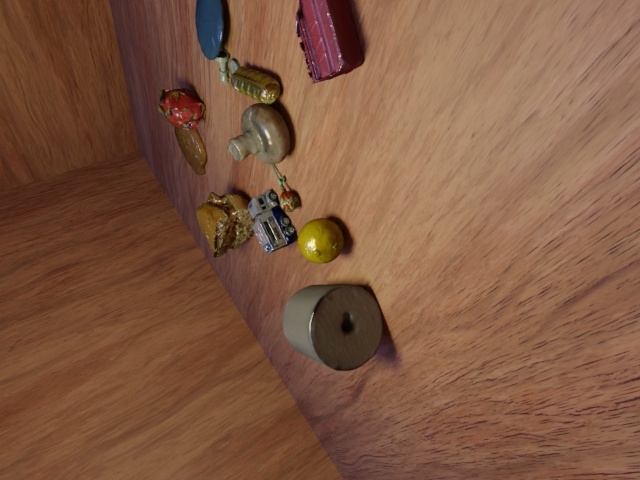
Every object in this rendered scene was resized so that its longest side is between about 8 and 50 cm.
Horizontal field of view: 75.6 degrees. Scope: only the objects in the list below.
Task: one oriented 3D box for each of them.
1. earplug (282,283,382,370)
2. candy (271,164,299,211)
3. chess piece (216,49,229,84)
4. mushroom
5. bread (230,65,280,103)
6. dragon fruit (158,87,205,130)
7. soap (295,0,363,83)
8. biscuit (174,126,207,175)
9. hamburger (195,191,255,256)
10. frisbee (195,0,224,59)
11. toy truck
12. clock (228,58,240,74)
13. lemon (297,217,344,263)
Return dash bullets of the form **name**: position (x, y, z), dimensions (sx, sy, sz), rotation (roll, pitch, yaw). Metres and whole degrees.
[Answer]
- **earplug**: position (0.013, 0.325, 1.656), dimensions (0.394, 0.312, 0.313), rotation (-7, 107, 62)
- **candy**: position (-0.172, -0.247, 1.763), dimensions (0.084, 0.078, 0.288), rotation (81, 164, -70)
- **chess piece**: position (-0.415, -0.732, 1.768), dimensions (0.059, 0.059, 0.149), rotation (51, 157, 23)
- **mushroom**: position (-0.242, -0.392, 1.573), dimensions (0.243, 0.243, 0.243), rotation (40, 145, 37)
- **bread**: position (-0.242, -0.583, 1.552), dimensions (0.269, 0.098, 0.087), rotation (37, 171, 41)
- **dragon fruit**: position (-0.730, -0.691, 2.172), dimensions (0.227, 0.224, 0.224), rotation (45, 148, 44)
- **soap**: position (0.012, -0.572, 1.114), dimensions (0.162, 0.099, 0.250), rotation (11, 124, 57)
- **biscuit**: position (-0.820, -0.610, 2.554), dimensions (0.385, 0.062, 0.365), rotation (57, 153, 13)
- **hamburger**: position (-0.522, -0.124, 2.234), dimensions (0.287, 0.268, 0.445), rotation (55, 156, 13)
- **frisbee**: position (-0.459, -0.879, 1.650), dimensions (0.289, 0.049, 0.289), rotation (26, 122, 52)
- **toy truck**: position (-0.238, -0.085, 1.900), dimensions (0.268, 0.155, 0.124), rotation (62, 152, 3)
- **clock**: position (-0.354, -0.710, 1.713), dimensions (0.085, 0.017, 0.085), rotation (41, 145, 37)
- **lemon**: position (0.000, 0.000, 1.553), dimensions (0.206, 0.173, 0.173), rotation (-134, 25, -73)
